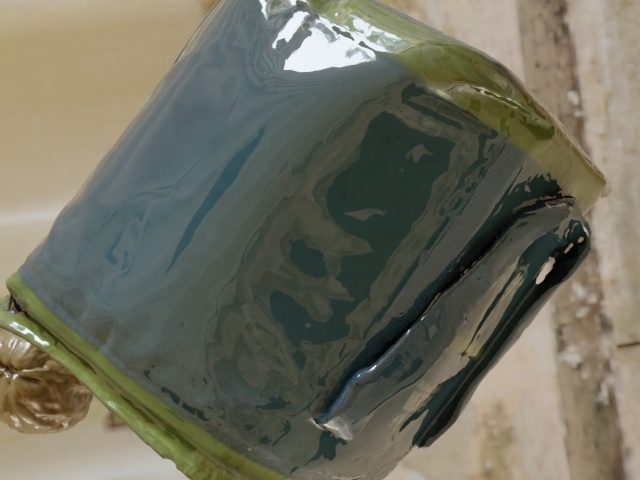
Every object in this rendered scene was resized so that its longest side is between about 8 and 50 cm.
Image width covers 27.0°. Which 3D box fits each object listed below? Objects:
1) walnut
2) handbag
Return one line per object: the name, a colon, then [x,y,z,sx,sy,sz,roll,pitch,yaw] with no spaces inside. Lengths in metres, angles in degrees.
walnut: [-0.200,0.098,0.944,0.096,0.082,0.079,31,-121,-72]
handbag: [0.000,0.000,0.706,0.241,0.222,0.263,-57,-23,5]
